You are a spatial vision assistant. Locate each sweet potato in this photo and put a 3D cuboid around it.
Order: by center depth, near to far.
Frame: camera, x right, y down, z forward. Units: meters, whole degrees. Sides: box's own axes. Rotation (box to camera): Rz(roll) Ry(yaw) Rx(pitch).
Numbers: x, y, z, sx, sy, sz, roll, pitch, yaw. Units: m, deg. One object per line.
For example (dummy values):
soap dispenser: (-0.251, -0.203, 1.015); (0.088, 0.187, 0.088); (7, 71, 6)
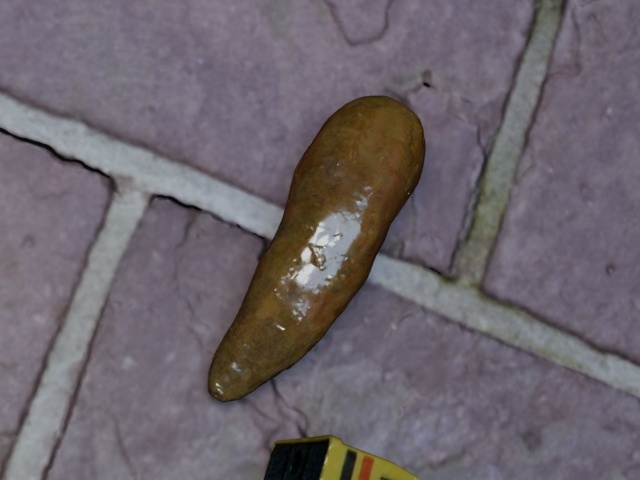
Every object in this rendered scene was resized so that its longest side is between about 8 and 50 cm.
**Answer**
sweet potato: (0.000, 0.001, 1.420); (0.097, 0.097, 0.292); (34, 71, -12)

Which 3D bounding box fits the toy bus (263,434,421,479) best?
toy bus: (-0.027, 0.317, 1.347); (0.123, 0.121, 0.336); (22, 73, -23)
